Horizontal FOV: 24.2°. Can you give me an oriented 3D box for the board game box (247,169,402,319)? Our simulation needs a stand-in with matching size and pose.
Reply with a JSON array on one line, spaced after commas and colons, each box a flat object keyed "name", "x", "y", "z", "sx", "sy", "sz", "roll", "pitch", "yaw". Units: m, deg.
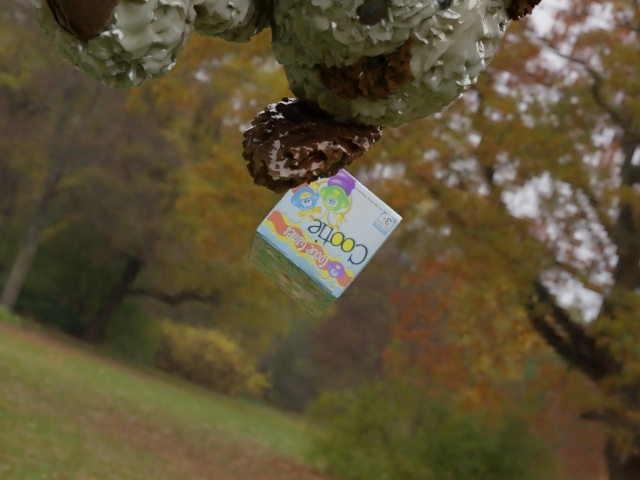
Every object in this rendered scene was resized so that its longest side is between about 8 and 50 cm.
[{"name": "board game box", "x": 0.000, "y": 0.000, "z": 2.085, "sx": 0.144, "sy": 0.142, "sz": 0.275, "roll": 40, "pitch": -10, "yaw": 1}]

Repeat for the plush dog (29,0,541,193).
[{"name": "plush dog", "x": 0.002, "y": -0.158, "z": 0.826, "sx": 0.225, "sy": 0.262, "sz": 0.210, "roll": 46, "pitch": 11, "yaw": -13}]
